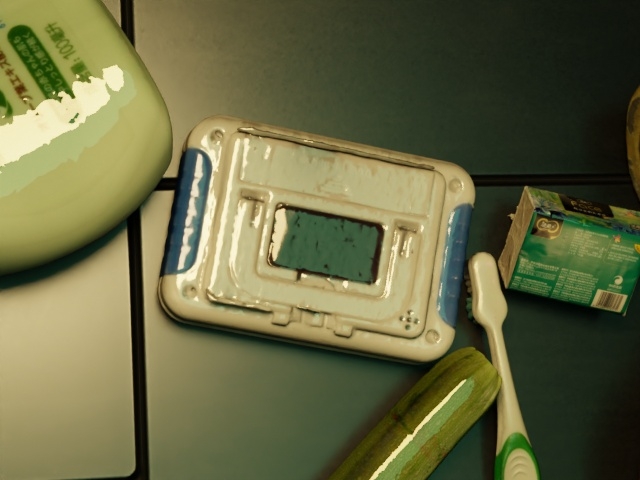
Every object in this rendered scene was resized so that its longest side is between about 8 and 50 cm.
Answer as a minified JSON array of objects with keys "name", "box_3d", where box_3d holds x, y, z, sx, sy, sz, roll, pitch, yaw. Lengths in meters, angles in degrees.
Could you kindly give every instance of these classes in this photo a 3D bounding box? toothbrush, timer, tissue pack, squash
[{"name":"toothbrush","box_3d":[0.171,0.216,1.256,0.042,0.040,0.418,-9,84,-15]},{"name":"timer","box_3d":[0.000,0.000,1.232,0.253,0.078,0.178,10,80,-11]},{"name":"tissue pack","box_3d":[0.220,0.004,1.284,0.111,0.079,0.085,12,114,-9]},{"name":"squash","box_3d":[0.062,0.183,1.217,0.066,0.066,0.229,44,82,-3]}]

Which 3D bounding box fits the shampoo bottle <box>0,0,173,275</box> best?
[{"name":"shampoo bottle","box_3d":[-0.300,-0.054,1.135,0.349,0.151,0.222,-30,80,-14]}]

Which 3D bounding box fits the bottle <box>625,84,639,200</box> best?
[{"name":"bottle","box_3d":[0.462,-0.113,1.302,0.351,0.171,0.172,-19,86,-14]}]

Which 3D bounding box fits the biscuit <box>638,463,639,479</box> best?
[{"name":"biscuit","box_3d":[0.462,0.173,1.271,0.350,0.070,0.394,35,85,-19]}]
